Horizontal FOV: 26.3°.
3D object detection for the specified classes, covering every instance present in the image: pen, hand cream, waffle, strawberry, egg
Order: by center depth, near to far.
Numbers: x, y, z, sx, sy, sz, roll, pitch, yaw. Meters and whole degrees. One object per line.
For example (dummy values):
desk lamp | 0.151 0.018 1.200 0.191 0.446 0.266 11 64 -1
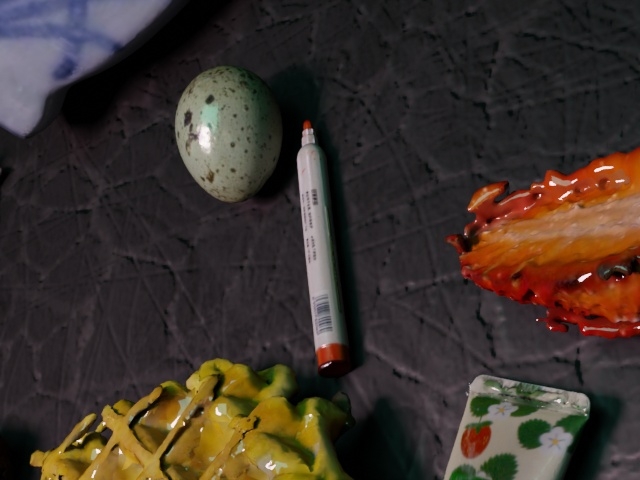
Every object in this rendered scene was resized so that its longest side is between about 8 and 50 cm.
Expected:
hand cream | 0.084 0.214 0.823 0.095 0.059 0.276 5 68 45
strawberry | 0.173 0.004 0.849 0.188 0.082 0.121 -3 46 48
waffle | -0.128 0.267 0.924 0.379 0.095 0.382 -31 44 33
pen | 0.000 0.000 1.018 0.026 0.026 0.218 -25 54 28
egg | -0.071 -0.083 1.076 0.085 0.085 0.110 -21 75 30

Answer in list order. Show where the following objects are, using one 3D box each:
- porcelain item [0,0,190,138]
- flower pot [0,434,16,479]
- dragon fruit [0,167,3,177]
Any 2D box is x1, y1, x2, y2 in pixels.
porcelain item | -0.191 -0.293 1.177 0.405 0.242 0.178 -51 28 10
flower pot | -0.305 0.191 1.121 0.089 0.111 0.111 -8 63 23
dragon fruit | -0.442 -0.020 1.341 0.282 0.100 0.343 -47 48 4
